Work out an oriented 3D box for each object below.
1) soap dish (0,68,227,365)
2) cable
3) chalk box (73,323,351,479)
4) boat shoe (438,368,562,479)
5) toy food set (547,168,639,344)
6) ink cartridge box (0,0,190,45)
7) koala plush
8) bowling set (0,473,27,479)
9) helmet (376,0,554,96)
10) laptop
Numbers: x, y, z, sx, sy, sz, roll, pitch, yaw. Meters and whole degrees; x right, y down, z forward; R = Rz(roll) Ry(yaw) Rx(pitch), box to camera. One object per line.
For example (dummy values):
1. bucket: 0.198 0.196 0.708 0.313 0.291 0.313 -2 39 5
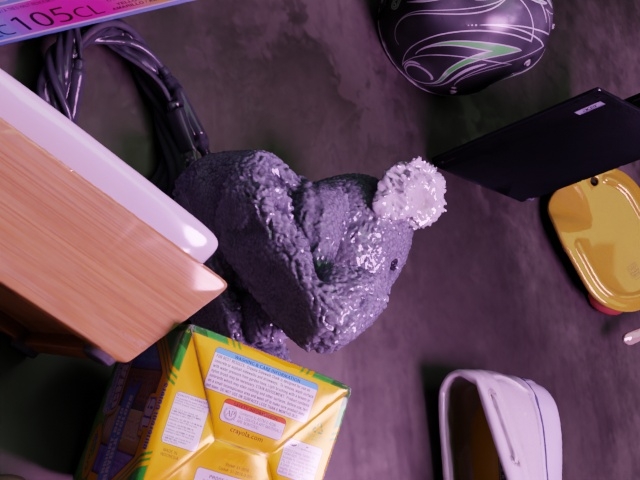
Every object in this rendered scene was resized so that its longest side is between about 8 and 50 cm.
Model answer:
1. soap dish: -0.236 -0.024 0.867 0.291 0.229 0.118 38 69 -26
2. cable: -0.179 -0.108 1.071 0.150 0.047 0.184 -35 103 -39
3. chalk box: -0.092 0.142 0.930 0.132 0.213 0.132 22 79 -21
4. boat shoe: 0.155 0.288 1.161 0.156 0.136 0.367 21 59 -36
5. toy food set: 0.342 0.018 1.487 0.128 0.071 0.218 -30 94 -20
6. ink cartridge box: -0.215 -0.294 0.831 0.395 0.270 0.151 46 35 -67
7. koala plush: 0.000 0.000 1.094 0.221 0.196 0.203 -19 78 -41
8. bowling set: -0.103 0.260 0.899 0.287 0.200 0.154 27 56 -37
9. helmet: 0.161 -0.245 1.344 0.169 0.161 0.169 17 64 -38
10. laptop: 0.291 -0.143 1.375 0.136 0.234 0.264 52 48 -16
